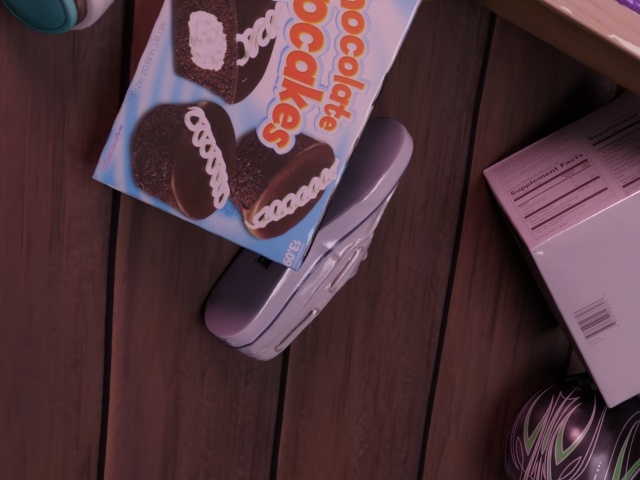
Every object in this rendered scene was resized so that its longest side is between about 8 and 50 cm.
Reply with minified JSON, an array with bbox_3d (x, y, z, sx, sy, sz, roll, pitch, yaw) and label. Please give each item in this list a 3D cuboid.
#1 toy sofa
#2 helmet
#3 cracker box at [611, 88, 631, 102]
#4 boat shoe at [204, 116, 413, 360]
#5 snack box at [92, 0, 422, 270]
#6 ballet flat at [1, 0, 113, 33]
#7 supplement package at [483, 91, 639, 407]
[{"bbox_3d":[0.257,-0.209,1.251,0.362,0.150,0.177,29,82,-7],"label":"toy sofa"},{"bbox_3d":[0.282,0.240,1.594,0.161,0.169,0.169,-35,130,-40],"label":"helmet"},{"bbox_3d":[0.416,-0.099,1.598,0.156,0.067,0.232,-42,129,-12],"label":"cracker box"},{"bbox_3d":[0.000,0.000,1.323,0.258,0.095,0.084,-47,136,4],"label":"boat shoe"},{"bbox_3d":[-0.035,-0.159,1.145,0.187,0.060,0.322,24,103,1],"label":"snack box"},{"bbox_3d":[-0.235,-0.326,0.975,0.139,0.139,0.400,-40,133,-16],"label":"ballet flat"},{"bbox_3d":[0.322,0.007,1.483,0.204,0.145,0.262,-28,128,5],"label":"supplement package"}]
